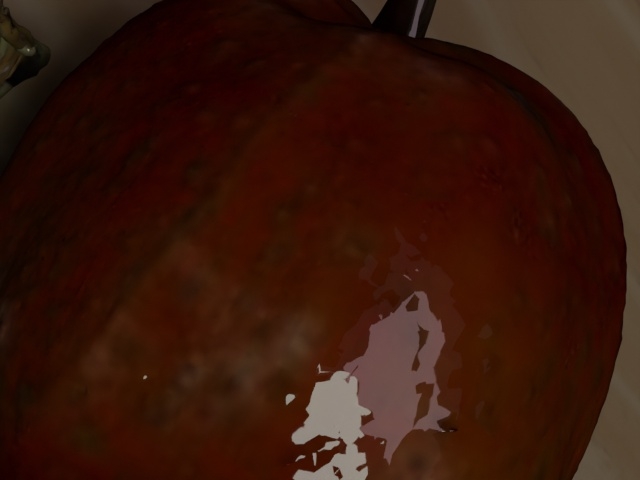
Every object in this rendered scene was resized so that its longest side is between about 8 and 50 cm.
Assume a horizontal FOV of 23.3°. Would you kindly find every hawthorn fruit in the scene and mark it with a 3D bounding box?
[{"bbox_3d":[0.000,0.000,0.591,0.254,0.254,0.300,19,97,-40],"label":"hawthorn fruit"}]

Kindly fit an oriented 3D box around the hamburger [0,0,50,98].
[{"bbox_3d":[-0.182,-0.061,0.515,0.135,0.207,0.155,42,98,-5],"label":"hamburger"}]
